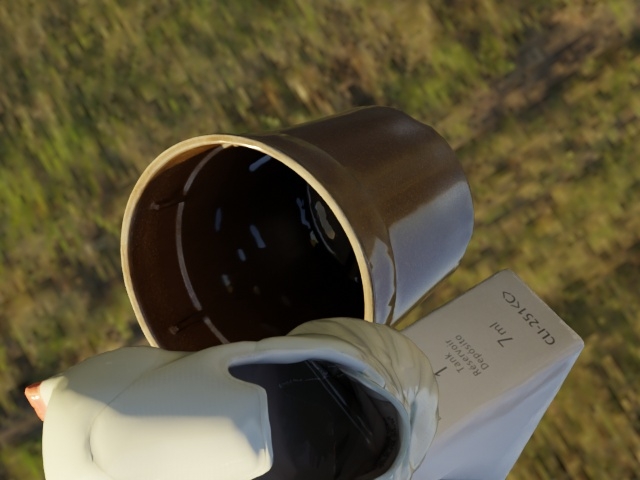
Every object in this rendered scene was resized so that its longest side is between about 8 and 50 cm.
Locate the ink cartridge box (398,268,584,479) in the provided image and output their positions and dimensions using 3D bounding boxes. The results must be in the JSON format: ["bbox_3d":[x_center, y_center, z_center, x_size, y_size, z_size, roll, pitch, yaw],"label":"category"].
[{"bbox_3d":[-0.012,0.171,0.873,0.261,0.066,0.296,-27,152,-33],"label":"ink cartridge box"}]

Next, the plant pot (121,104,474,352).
[{"bbox_3d":[0.000,0.000,0.949,0.167,0.167,0.165,-43,171,36],"label":"plant pot"}]

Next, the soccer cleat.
[{"bbox_3d":[0.000,0.054,0.450,0.076,0.068,0.196,-7,175,27],"label":"soccer cleat"}]
